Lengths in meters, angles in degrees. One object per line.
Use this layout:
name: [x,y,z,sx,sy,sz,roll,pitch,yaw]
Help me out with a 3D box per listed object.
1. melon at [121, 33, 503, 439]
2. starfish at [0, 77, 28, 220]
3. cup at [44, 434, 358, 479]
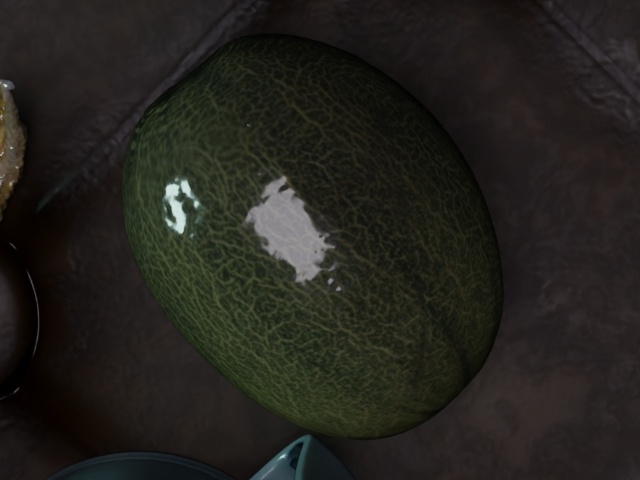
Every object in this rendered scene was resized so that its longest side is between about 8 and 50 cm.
melon: [0.000,0.000,1.405,0.237,0.237,0.302,-38,99,8]
starfish: [-0.358,0.042,1.450,0.384,0.132,0.398,32,83,-26]
cup: [-0.113,0.309,1.420,0.331,0.311,0.257,-13,98,5]
